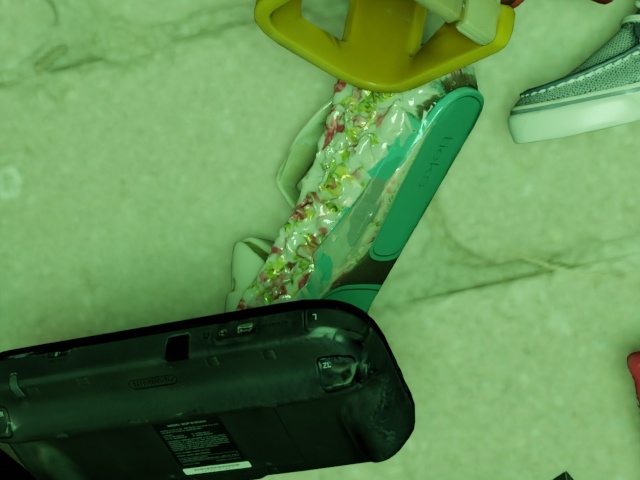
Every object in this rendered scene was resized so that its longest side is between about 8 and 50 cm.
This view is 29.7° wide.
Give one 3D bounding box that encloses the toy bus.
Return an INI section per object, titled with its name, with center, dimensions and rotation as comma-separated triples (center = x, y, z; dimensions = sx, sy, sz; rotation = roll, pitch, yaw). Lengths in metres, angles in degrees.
[toy bus]
center = 0.035, -0.170, 0.555
dimensions = 0.104, 0.202, 0.191
rotation = -18, 97, 49

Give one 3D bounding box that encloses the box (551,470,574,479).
[box]
center = 0.127, 0.182, 0.688
dimensions = 0.083, 0.018, 0.067
rotation = -38, 98, 13

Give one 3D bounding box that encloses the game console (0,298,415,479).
[game console]
center = -0.130, 0.100, 0.594
dimensions = 0.361, 0.044, 0.213
rotation = -10, 141, 18

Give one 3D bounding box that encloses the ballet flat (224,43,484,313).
[ballet flat]
center = 0.000, 0.000, 0.632
dimensions = 0.077, 0.091, 0.241
rotation = 36, 102, 27

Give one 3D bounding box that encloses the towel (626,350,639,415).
[towel]
center = 0.310, 0.122, 0.611
dimensions = 0.275, 0.031, 0.198
rotation = -9, 115, 17

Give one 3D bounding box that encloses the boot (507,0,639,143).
[boot]
center = 0.175, -0.111, 0.591
dimensions = 0.190, 0.069, 0.086
rotation = -17, 95, 1
